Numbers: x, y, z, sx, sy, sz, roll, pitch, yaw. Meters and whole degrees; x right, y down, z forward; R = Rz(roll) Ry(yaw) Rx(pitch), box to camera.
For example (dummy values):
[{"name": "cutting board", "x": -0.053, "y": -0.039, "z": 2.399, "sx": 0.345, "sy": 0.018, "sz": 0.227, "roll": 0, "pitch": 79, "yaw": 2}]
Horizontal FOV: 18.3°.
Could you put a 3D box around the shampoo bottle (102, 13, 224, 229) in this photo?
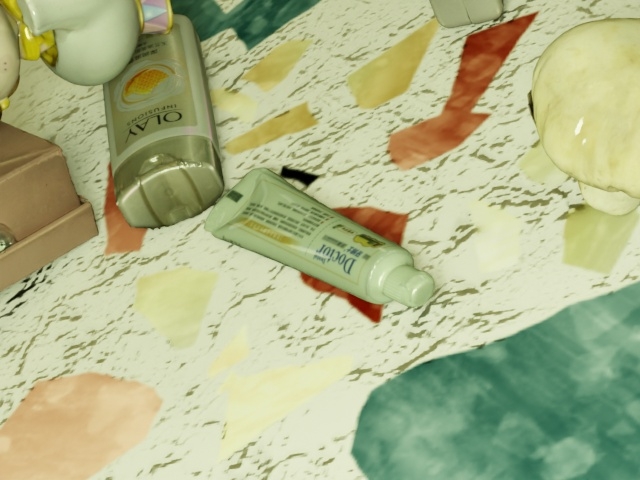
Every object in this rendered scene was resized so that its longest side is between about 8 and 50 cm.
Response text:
[{"name": "shampoo bottle", "x": -0.129, "y": -0.099, "z": 1.594, "sx": 0.086, "sy": 0.056, "sz": 0.227, "roll": -22, "pitch": 37, "yaw": 7}]

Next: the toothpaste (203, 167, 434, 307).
[{"name": "toothpaste", "x": 0.000, "y": 0.000, "z": 1.404, "sx": 0.067, "sy": 0.037, "sz": 0.255, "roll": -48, "pitch": 36, "yaw": -12}]

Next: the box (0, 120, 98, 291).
[{"name": "box", "x": -0.325, "y": -0.017, "z": 1.570, "sx": 0.215, "sy": 0.086, "sz": 0.215, "roll": -32, "pitch": 33, "yaw": -28}]

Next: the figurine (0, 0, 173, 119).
[{"name": "figurine", "x": -0.255, "y": -0.161, "z": 1.568, "sx": 0.263, "sy": 0.142, "sz": 0.189, "roll": -25, "pitch": -1, "yaw": -16}]

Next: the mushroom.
[{"name": "mushroom", "x": 0.206, "y": -0.075, "z": 1.283, "sx": 0.154, "sy": 0.122, "sz": 0.154, "roll": 10, "pitch": 30, "yaw": -6}]

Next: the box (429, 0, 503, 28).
[{"name": "box", "x": 0.108, "y": -0.277, "z": 1.589, "sx": 0.055, "sy": 0.103, "sz": 0.243, "roll": -13, "pitch": 40, "yaw": 16}]
